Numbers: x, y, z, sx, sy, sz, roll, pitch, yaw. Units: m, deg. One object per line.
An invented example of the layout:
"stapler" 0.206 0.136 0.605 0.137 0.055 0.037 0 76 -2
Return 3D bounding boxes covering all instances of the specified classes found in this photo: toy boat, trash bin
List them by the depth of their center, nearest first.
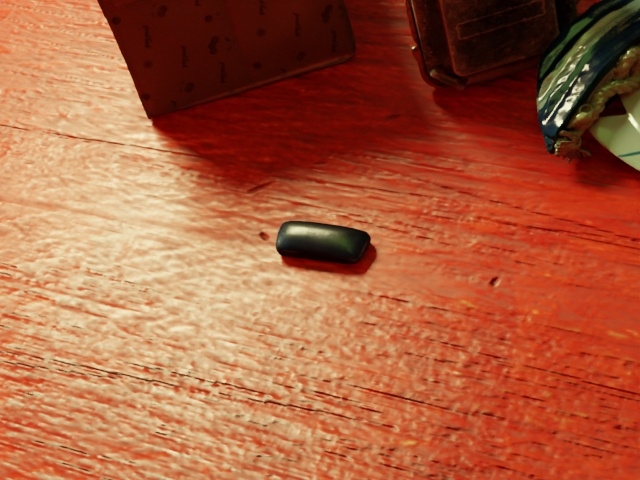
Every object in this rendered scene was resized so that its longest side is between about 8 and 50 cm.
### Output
"toy boat" 0.326 -0.097 1.222 0.220 0.067 0.291 -37 62 -16
"trash bin" 0.136 -0.281 1.340 0.161 0.184 0.238 -17 43 1

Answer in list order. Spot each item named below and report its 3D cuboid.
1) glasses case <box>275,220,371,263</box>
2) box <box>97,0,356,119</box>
"glasses case" 0.000 0.000 1.236 0.083 0.023 0.033 7 51 21
"box" -0.113 -0.304 1.419 0.225 0.190 0.297 -17 47 1
